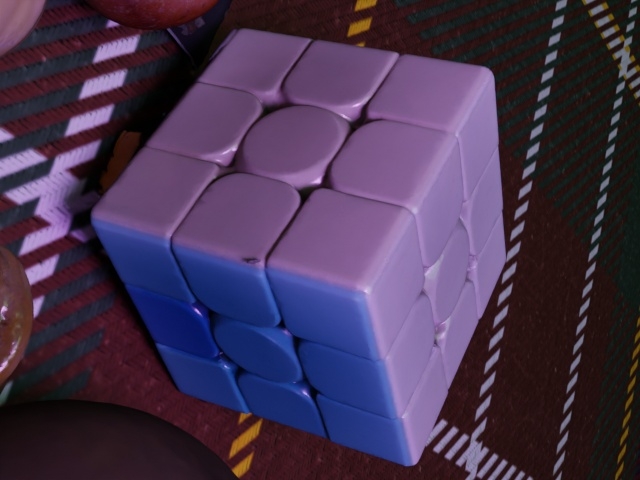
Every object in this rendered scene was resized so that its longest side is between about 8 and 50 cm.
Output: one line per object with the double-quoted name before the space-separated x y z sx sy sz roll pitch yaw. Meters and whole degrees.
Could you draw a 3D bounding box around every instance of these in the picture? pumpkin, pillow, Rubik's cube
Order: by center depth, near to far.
"Rubik's cube" 0.000 0.000 0.979 0.291 0.291 0.290 -60 151 -33
"pumpkin" -0.175 -0.062 0.988 0.083 0.053 0.074 36 67 -53
"pillow" -0.129 -0.271 1.056 0.090 0.048 0.150 39 63 -38

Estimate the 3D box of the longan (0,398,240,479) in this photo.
"longan" -0.182 0.285 0.727 0.361 0.360 0.361 0 90 -54

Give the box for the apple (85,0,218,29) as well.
"apple" -0.161 -0.300 0.913 0.201 0.162 0.201 -39 146 -33

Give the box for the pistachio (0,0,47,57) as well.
"pistachio" -0.319 -0.201 0.649 0.308 0.230 0.230 -23 110 -34

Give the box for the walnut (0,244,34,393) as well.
"walnut" -0.293 0.066 0.749 0.166 0.149 0.167 0 90 -84
